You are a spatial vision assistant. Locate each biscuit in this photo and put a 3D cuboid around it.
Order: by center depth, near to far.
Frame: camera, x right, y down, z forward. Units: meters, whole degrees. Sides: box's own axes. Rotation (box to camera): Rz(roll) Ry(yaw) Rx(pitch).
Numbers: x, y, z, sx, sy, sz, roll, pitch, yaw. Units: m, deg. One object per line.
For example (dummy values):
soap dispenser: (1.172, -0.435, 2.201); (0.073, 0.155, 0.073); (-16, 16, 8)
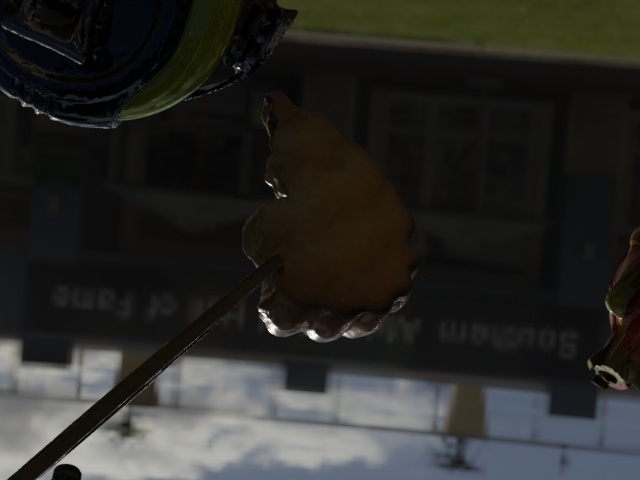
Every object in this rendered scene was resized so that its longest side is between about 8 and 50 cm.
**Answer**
biscuit: (0.000, 0.000, 1.000); (0.118, 0.061, 0.183); (27, -144, -21)

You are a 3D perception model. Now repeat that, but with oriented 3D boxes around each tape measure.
tape measure: (-0.109, -0.147, 0.872); (0.199, 0.186, 0.112); (23, -146, 9)

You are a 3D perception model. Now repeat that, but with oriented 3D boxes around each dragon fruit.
dragon fruit: (0.197, 0.040, 0.947); (0.086, 0.116, 0.081); (40, 165, -27)

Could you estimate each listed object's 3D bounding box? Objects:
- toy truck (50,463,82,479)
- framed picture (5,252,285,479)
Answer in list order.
toy truck: (-0.169, 0.209, 1.250); (0.083, 0.054, 0.049); (26, -143, -18)
framed picture: (-0.107, 0.085, 0.753); (0.136, 0.010, 0.201); (-42, 180, 45)
